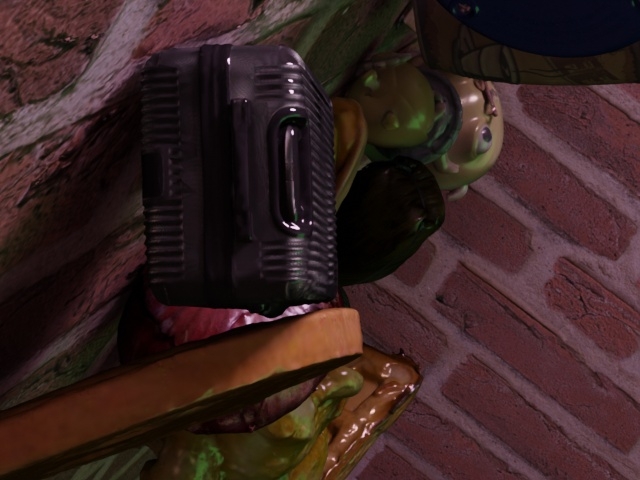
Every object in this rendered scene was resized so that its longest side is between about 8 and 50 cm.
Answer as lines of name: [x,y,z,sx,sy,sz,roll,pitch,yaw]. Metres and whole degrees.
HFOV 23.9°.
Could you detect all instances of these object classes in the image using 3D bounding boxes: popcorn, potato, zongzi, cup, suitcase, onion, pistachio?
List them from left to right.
onion: [-0.094,0.087,1.596,0.246,0.246,0.190,-49,149,-31]
suitcase: [-0.058,-0.039,1.198,0.312,0.128,0.202,27,61,-84]
popcorn: [-0.085,0.191,1.843,0.290,0.325,0.321,-33,-172,12]
pistachio: [-0.023,-0.085,1.679,0.145,0.117,0.200,-101,-155,-43]
zongzi: [0.000,0.000,1.996,0.300,0.138,0.286,-18,173,-11]
potato: [0.148,-0.293,1.971,0.086,0.061,0.122,-51,174,13]
cup: [0.230,-0.312,1.687,0.227,0.257,0.301,-70,153,-69]

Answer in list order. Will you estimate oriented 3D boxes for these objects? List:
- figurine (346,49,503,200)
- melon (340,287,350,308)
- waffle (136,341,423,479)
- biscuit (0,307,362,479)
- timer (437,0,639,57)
figurine: [0.102,-0.156,2.039,0.274,0.226,0.394,-24,173,11]
melon: [-0.041,0.143,2.597,0.182,0.182,0.287,-48,172,-32]
waffle: [-0.071,0.219,2.070,0.304,0.348,0.077,-46,146,-27]
biscuit: [-0.160,0.140,1.303,0.385,0.062,0.365,-15,170,-32]
timer: [0.262,-0.402,1.496,0.270,0.270,0.383,119,-5,-58]
